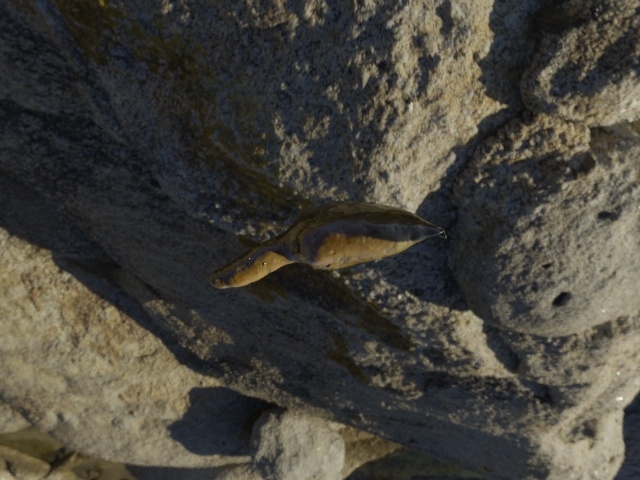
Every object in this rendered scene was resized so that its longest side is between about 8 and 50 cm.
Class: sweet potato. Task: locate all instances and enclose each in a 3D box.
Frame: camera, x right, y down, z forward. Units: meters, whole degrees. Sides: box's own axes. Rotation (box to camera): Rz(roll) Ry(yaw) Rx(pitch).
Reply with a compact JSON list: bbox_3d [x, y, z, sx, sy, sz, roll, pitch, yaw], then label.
[{"bbox_3d":[-0.002,-0.001,0.521,0.269,0.075,0.075,-14,129,14],"label":"sweet potato"}]
